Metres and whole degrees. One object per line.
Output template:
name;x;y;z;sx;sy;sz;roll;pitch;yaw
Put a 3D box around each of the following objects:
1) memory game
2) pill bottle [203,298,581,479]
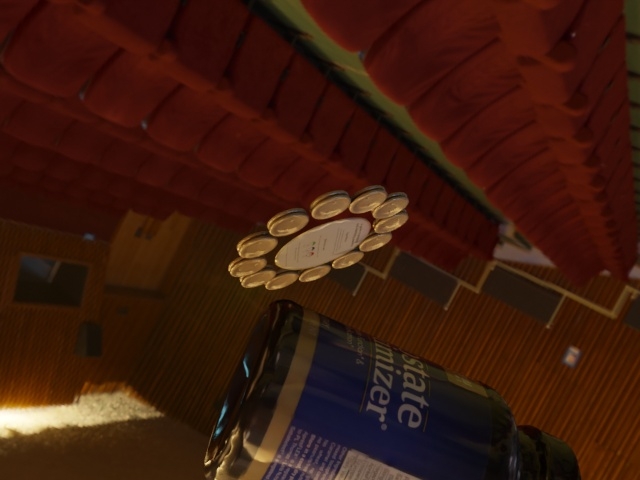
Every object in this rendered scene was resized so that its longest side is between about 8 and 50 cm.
memory game;0.000;0.000;0.640;0.186;0.186;0.012;22;-138;-60
pill bottle;0.047;0.133;0.433;0.219;0.123;0.123;24;-176;-8
